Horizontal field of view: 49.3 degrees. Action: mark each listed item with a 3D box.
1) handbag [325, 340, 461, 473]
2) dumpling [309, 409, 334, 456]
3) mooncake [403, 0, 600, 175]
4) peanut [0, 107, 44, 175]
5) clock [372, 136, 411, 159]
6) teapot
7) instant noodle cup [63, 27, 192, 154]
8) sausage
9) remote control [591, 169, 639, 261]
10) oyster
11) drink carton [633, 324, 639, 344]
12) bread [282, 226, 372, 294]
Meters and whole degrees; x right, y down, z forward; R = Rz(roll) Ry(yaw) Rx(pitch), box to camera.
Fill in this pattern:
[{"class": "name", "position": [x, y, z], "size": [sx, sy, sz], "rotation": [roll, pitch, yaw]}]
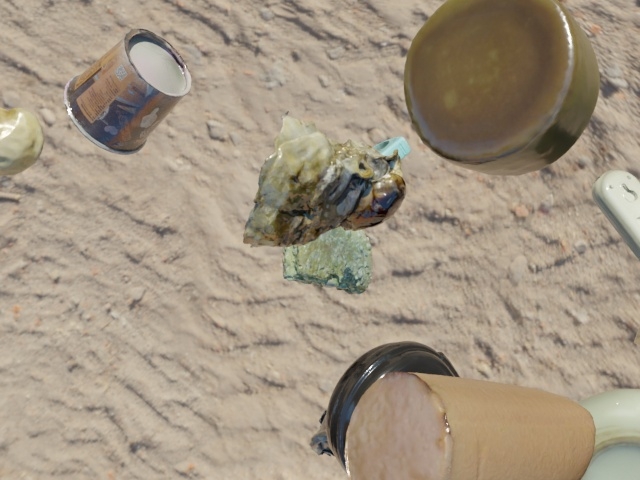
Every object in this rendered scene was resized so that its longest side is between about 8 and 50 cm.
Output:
[{"class": "handbag", "position": [0.138, 0.302, 1.154], "size": [0.093, 0.253, 0.308], "rotation": [17, 149, 53]}, {"class": "dumpling", "position": [0.112, 0.394, 1.529], "size": [0.293, 0.163, 0.204], "rotation": [-3, 129, -25]}, {"class": "mooncake", "position": [0.274, -0.239, 1.063], "size": [0.285, 0.156, 0.284], "rotation": [-5, 82, 41]}, {"class": "peanut", "position": [-0.345, -0.083, 0.646], "size": [0.187, 0.082, 0.082], "rotation": [-17, 104, 6]}, {"class": "clock", "position": [0.120, -0.174, 1.508], "size": [0.045, 0.108, 0.147], "rotation": [57, 156, -13]}, {"class": "teapot", "position": [0.311, 0.283, 0.800], "size": [0.319, 0.149, 0.219], "rotation": [-12, 80, 31]}, {"class": "instant noodle cup", "position": [-0.410, -0.329, 1.518], "size": [0.207, 0.217, 0.217], "rotation": [-32, 98, 32]}, {"class": "sausage", "position": [0.149, 0.191, 0.647], "size": [0.123, 0.253, 0.123], "rotation": [-19, 64, 45]}, {"class": "remote control", "position": [0.507, -0.017, 1.080], "size": [0.078, 0.042, 0.221], "rotation": [-26, 74, -17]}, {"class": "oyster", "position": [0.017, -0.059, 0.816], "size": [0.107, 0.233, 0.161], "rotation": [41, 128, 28]}, {"class": "drink carton", "position": [0.760, 0.197, 1.433], "size": [0.155, 0.351, 0.111], "rotation": [20, 90, 18]}, {"class": "bread", "position": [0.000, 0.000, 1.088], "size": [0.064, 0.172, 0.232], "rotation": [-12, 113, 50]}]
